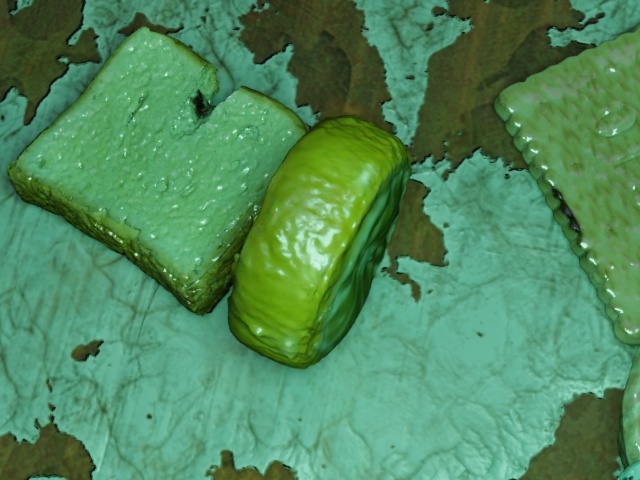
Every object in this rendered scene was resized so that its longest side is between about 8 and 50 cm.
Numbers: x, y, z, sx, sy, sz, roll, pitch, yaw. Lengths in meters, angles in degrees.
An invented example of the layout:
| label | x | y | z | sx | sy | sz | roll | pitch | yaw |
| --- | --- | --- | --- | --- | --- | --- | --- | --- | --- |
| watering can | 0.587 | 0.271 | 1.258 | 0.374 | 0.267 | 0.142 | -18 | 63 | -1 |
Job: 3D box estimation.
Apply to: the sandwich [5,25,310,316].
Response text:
| label | x | y | z | sx | sy | sz | roll | pitch | yaw |
| --- | --- | --- | --- | --- | --- | --- | --- | --- | --- |
| sandwich | -0.158 | -0.082 | 1.418 | 0.273 | 0.095 | 0.249 | 33 | 73 | 18 |

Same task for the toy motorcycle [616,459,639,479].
| label | x | y | z | sx | sy | sz | roll | pitch | yaw |
| --- | --- | --- | --- | --- | --- | --- | --- | --- | --- |
| toy motorcycle | 0.383 | 0.188 | 1.079 | 0.206 | 0.154 | 0.260 | 39 | 88 | -3 |

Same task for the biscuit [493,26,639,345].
| label | x | y | z | sx | sy | sz | roll | pitch | yaw |
| --- | --- | --- | --- | --- | --- | --- | --- | --- | --- |
| biscuit | 0.342 | -0.065 | 1.377 | 0.217 | 0.044 | 0.325 | -25 | 68 | -2 |

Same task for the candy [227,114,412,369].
| label | x | y | z | sx | sy | sz | roll | pitch | yaw |
| --- | --- | --- | --- | --- | --- | --- | --- | --- | --- |
| candy | 0.000 | 0.000 | 1.283 | 0.118 | 0.260 | 0.260 | 24 | 74 | 10 |

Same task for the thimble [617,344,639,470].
| label | x | y | z | sx | sy | sz | roll | pitch | yaw |
| --- | --- | --- | --- | --- | --- | --- | --- | --- | --- |
| thimble | 0.378 | 0.174 | 1.231 | 0.195 | 0.148 | 0.229 | -11 | 67 | 6 |
